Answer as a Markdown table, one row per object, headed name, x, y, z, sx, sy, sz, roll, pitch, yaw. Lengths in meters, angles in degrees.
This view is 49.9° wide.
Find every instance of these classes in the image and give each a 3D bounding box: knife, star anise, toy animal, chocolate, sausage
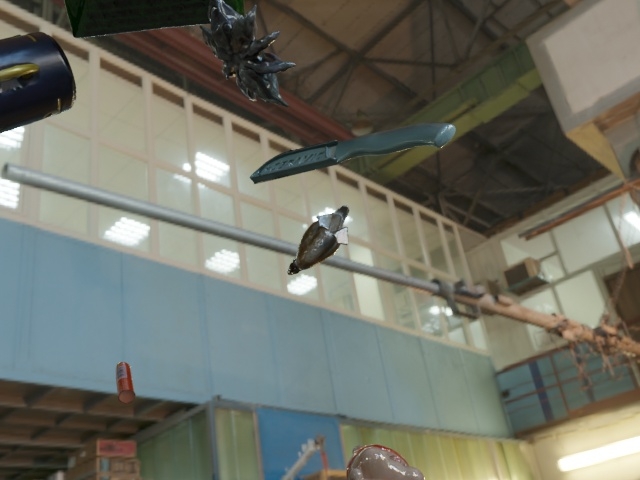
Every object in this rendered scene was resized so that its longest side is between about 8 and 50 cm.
| name | x | y | z | sx | sy | sz | roll | pitch | yaw |
| --- | --- | --- | --- | --- | --- | --- | --- | --- | --- |
| knife | 0.018 | -0.073 | 0.572 | 0.210 | 0.028 | 0.015 | -6 | -34 | 41 |
| star anise | -0.131 | -0.309 | 1.147 | 0.180 | 0.061 | 0.205 | 16 | -41 | 41 |
| toy animal | 0.000 | 0.000 | 1.513 | 0.089 | 0.188 | 0.179 | 42 | -41 | -3 |
| chocolate | -0.336 | -0.584 | 1.339 | 0.360 | 0.161 | 0.341 | -11 | -30 | -13 |
| sausage | -0.402 | 0.286 | 1.411 | 0.034 | 0.129 | 0.034 | -7 | -68 | -18 |
| toy animal | 0.126 | 0.524 | 1.442 | 0.171 | 0.198 | 0.171 | 7 | -53 | 9 |

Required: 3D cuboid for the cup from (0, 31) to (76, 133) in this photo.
| name | x | y | z | sx | sy | sz | roll | pitch | yaw |
| --- | --- | --- | --- | --- | --- | --- | --- | --- | --- |
| cup | -0.602 | -0.283 | 1.322 | 0.256 | 0.255 | 0.178 | -28 | -46 | -32 |
